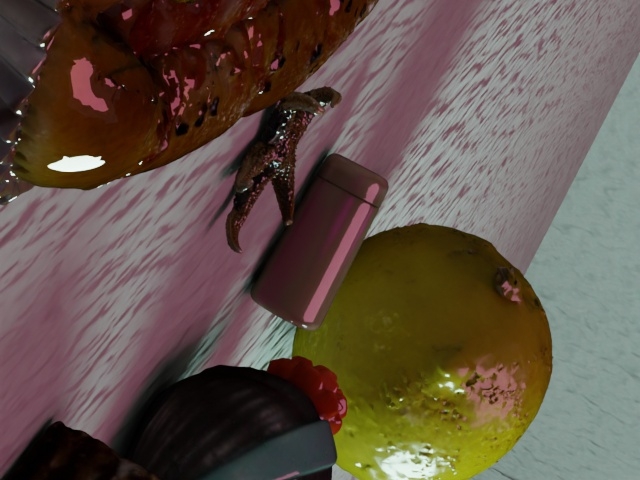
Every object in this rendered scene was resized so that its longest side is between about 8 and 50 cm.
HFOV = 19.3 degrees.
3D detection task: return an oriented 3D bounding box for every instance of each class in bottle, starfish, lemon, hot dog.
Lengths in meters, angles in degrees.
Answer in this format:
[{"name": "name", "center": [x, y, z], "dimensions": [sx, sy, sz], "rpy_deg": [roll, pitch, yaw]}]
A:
[{"name": "bottle", "center": [0.000, 0.000, 1.064], "dimensions": [0.096, 0.045, 0.045], "rpy_deg": [-63, 170, 2]}, {"name": "starfish", "center": [-0.020, -0.035, 0.899], "dimensions": [0.091, 0.028, 0.078], "rpy_deg": [-58, 165, 3]}, {"name": "lemon", "center": [0.064, 0.080, 1.259], "dimensions": [0.173, 0.173, 0.206], "rpy_deg": [-54, 179, -29]}, {"name": "hot dog", "center": [-0.029, -0.090, 0.548], "dimensions": [0.268, 0.075, 0.144], "rpy_deg": [-48, 163, -59]}]

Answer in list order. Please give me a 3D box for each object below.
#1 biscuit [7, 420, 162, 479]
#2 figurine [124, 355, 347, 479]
[{"name": "biscuit", "center": [-0.153, 0.198, 0.789], "dimensions": [0.252, 0.070, 0.106], "rpy_deg": [-53, 167, -34]}, {"name": "figurine", "center": [-0.078, 0.172, 1.017], "dimensions": [0.245, 0.110, 0.138], "rpy_deg": [-59, 180, 13]}]
